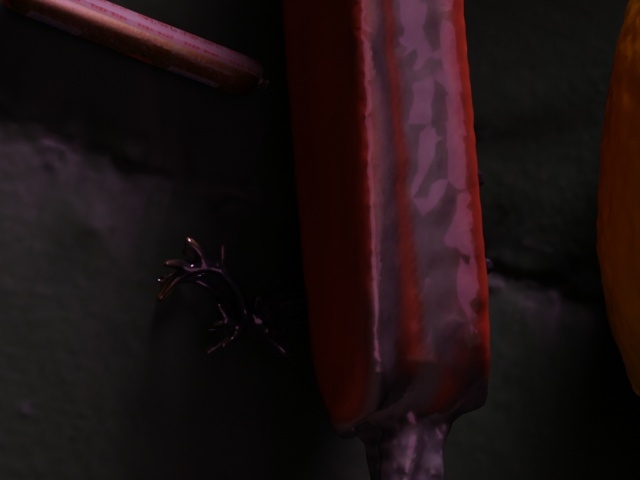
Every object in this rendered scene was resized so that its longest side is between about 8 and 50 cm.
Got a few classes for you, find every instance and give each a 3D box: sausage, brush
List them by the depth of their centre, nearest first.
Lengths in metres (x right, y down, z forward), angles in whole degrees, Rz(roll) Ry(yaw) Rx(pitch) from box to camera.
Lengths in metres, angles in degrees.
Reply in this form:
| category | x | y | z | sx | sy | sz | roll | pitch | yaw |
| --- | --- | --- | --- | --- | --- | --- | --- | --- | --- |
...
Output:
| category | x | y | z | sx | sy | sz | roll | pitch | yaw |
| --- | --- | --- | --- | --- | --- | --- | --- | --- | --- |
| brush | 0.022 | -0.028 | 0.603 | 0.051 | 0.070 | 0.323 | -2 | 88 | -22 |
| sausage | -0.061 | -0.068 | 0.619 | 0.100 | 0.015 | 0.015 | 19 | 82 | -23 |

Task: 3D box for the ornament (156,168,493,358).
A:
| category | x | y | z | sx | sy | sz | roll | pitch | yaw |
| --- | --- | --- | --- | --- | --- | --- | --- | --- | --- |
| ornament | 0.000 | 0.000 | 0.641 | 0.125 | 0.028 | 0.073 | -9 | 94 | -26 |

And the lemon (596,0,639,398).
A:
| category | x | y | z | sx | sy | sz | roll | pitch | yaw |
| --- | --- | --- | --- | --- | --- | --- | --- | --- | --- |
| lemon | 0.215 | -0.021 | 0.624 | 0.245 | 0.245 | 0.320 | 6 | 101 | -25 |
